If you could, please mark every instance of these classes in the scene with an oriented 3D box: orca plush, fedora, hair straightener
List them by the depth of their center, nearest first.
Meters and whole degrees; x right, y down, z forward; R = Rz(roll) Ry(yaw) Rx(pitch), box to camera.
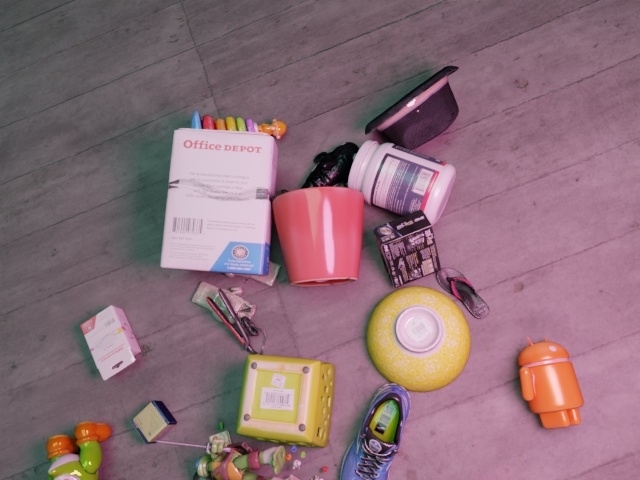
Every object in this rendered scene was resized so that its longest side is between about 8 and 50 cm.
[{"bbox_3d":[-0.229,0.232,1.442,0.089,0.047,0.230,-37,87,-3],"label":"hair straightener"},{"bbox_3d":[0.303,-0.378,1.516,0.334,0.334,0.153,-38,98,-5],"label":"fedora"},{"bbox_3d":[0.003,-0.224,1.567,0.287,0.102,0.151,-28,68,0],"label":"orca plush"}]

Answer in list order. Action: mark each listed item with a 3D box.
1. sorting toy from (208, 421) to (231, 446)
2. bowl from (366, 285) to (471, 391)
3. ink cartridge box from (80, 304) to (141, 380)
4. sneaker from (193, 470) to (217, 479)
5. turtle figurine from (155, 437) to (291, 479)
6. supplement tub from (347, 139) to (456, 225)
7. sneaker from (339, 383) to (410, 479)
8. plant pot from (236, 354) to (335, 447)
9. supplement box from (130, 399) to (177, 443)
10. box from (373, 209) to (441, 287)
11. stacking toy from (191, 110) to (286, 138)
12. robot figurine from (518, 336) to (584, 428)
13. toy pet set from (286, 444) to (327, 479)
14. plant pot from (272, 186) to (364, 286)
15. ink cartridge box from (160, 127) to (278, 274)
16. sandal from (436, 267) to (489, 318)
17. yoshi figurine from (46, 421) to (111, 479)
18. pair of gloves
[{"bbox_3d":[-0.281,0.551,1.385,0.062,0.012,0.083,-21,68,3],"label":"sorting toy"},{"bbox_3d":[0.260,0.247,1.322,0.289,0.156,0.290,-3,70,8],"label":"bowl"},{"bbox_3d":[-0.625,0.312,1.505,0.115,0.067,0.198,-33,67,-2],"label":"ink cartridge box"},{"bbox_3d":[-0.284,0.698,1.267,0.086,0.132,0.229,-26,68,0],"label":"sneaker"},{"bbox_3d":[-0.223,0.586,1.208,0.266,0.275,0.198,-8,65,19],"label":"turtle figurine"},{"bbox_3d":[0.237,-0.171,1.458,0.272,0.191,0.191,24,76,17],"label":"supplement tub"},{"bbox_3d":[0.128,0.519,1.248,0.129,0.147,0.330,18,80,16],"label":"sneaker"},{"bbox_3d":[-0.092,0.412,1.298,0.228,0.207,0.227,3,70,10],"label":"plant pot"},{"bbox_3d":[-0.469,0.512,1.409,0.083,0.056,0.083,-43,69,-7],"label":"supplement box"},{"bbox_3d":[0.242,0.025,1.386,0.147,0.180,0.078,-22,41,3],"label":"box"},{"bbox_3d":[-0.261,-0.349,1.648,0.301,0.166,0.175,-13,85,-6],"label":"stacking toy"},{"bbox_3d":[0.570,0.349,1.243,0.157,0.128,0.220,-11,69,7],"label":"robot figurine"},{"bbox_3d":[-0.057,0.610,1.270,0.122,0.065,0.114,38,99,-13],"label":"toy pet set"},{"bbox_3d":[0.000,0.000,1.414,0.274,0.275,0.244,-5,80,8],"label":"plant pot"},{"bbox_3d":[-0.281,-0.104,1.446,0.285,0.166,0.395,4,85,2],"label":"ink cartridge box"},{"bbox_3d":[0.401,0.140,1.396,0.067,0.040,0.179,-40,69,-5],"label":"sandal"},{"bbox_3d":[-0.622,0.694,1.339,0.202,0.204,0.362,3,47,-31],"label":"yoshi figurine"},{"bbox_3d":[-0.259,0.131,1.519,0.204,0.042,0.240,29,79,18],"label":"pair of gloves"}]
